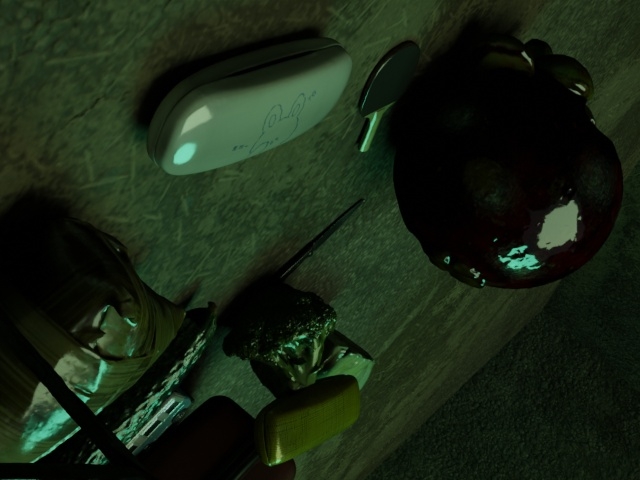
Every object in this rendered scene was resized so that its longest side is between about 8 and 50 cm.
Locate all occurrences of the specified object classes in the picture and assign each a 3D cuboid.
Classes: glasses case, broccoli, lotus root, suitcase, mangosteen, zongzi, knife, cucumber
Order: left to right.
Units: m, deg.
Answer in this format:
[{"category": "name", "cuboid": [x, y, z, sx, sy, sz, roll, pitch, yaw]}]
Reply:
[{"category": "zongzi", "cuboid": [-0.245, 0.122, 0.857, 0.286, 0.134, 0.288, -40, 169, -1]}, {"category": "cucumber", "cuboid": [-0.216, 0.182, 1.126, 0.293, 0.067, 0.067, -47, 162, -7]}, {"category": "suitcase", "cuboid": [-0.186, 0.358, 1.315, 0.236, 0.161, 0.297, -41, 173, -47]}, {"category": "glasses case", "cuboid": [-0.055, -0.119, 0.865, 0.233, 0.059, 0.092, -28, 152, -48]}, {"category": "broccoli", "cuboid": [-0.045, 0.122, 1.287, 0.146, 0.138, 0.162, -15, 180, 16]}, {"category": "glasses case", "cuboid": [-0.013, 0.227, 1.300, 0.234, 0.064, 0.079, -11, 96, -61]}, {"category": "lotus root", "cuboid": [-0.013, 0.181, 1.469, 0.119, 0.138, 0.235, -54, 160, 1]}, {"category": "knife", "cuboid": [0.000, 0.000, 1.320, 0.170, 0.010, 0.023, -43, 161, -17]}, {"category": "mangosteen", "cuboid": [0.236, -0.089, 1.253, 0.311, 0.311, 0.311, -41, 161, -18]}]

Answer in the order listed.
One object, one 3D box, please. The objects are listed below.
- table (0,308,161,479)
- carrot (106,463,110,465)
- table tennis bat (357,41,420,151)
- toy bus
[{"category": "table", "cuboid": [-0.285, 0.113, 0.491, 0.222, 0.272, 0.335, -47, 162, -1]}, {"category": "carrot", "cuboid": [-0.315, 0.340, 1.213, 0.087, 0.087, 0.193, -25, 146, -49]}, {"category": "table tennis bat", "cuboid": [0.071, -0.161, 1.139, 0.087, 0.013, 0.156, -33, 156, -40]}, {"category": "toy bus", "cuboid": [-0.219, 0.214, 1.192, 0.123, 0.060, 0.075, -46, 163, -4]}]
